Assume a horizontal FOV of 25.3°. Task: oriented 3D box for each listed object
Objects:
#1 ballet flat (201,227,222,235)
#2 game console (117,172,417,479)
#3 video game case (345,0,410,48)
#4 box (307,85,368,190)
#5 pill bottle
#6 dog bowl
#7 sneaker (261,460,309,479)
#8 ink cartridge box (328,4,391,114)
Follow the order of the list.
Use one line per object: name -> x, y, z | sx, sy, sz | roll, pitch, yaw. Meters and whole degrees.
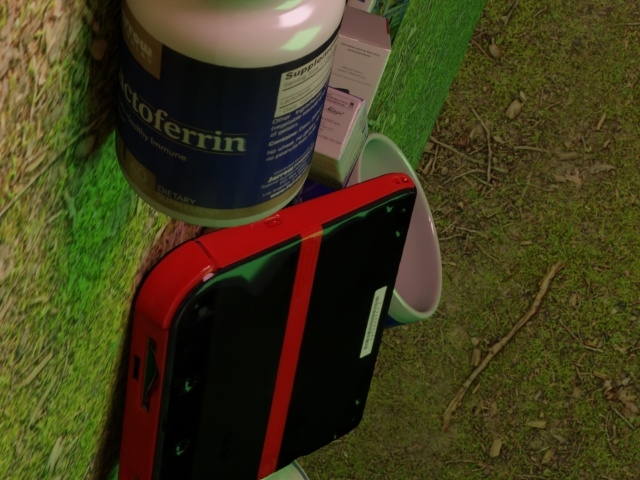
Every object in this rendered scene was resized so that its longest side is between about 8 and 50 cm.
ballet flat -> -0.114, 0.087, 1.609 | 0.124, 0.116, 0.342 | -88, -171, -53
game console -> -0.060, 0.123, 1.541 | 0.342, 0.060, 0.387 | -24, 140, -36
video game case -> 0.096, -0.360, 1.903 | 0.329, 0.036, 0.300 | -47, 159, -71
box -> -0.022, -0.117, 1.470 | 0.137, 0.126, 0.072 | 79, 33, -78
pill bottle -> -0.064, -0.143, 0.996 | 0.265, 0.153, 0.153 | 103, 13, -52
dog bowl -> 0.067, -0.009, 1.954 | 0.265, 0.104, 0.265 | 45, 36, -47
sneaker -> -0.125, 0.282, 1.786 | 0.182, 0.127, 0.316 | -32, 116, -42
ink cartridge box -> 0.021, -0.176, 1.687 | 0.127, 0.072, 0.175 | -89, -163, -64
